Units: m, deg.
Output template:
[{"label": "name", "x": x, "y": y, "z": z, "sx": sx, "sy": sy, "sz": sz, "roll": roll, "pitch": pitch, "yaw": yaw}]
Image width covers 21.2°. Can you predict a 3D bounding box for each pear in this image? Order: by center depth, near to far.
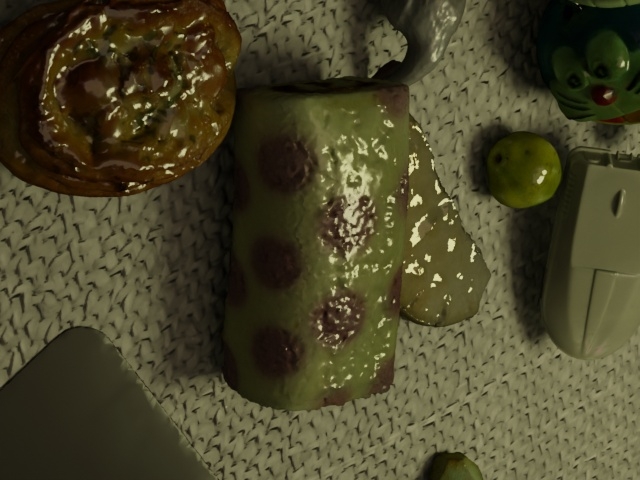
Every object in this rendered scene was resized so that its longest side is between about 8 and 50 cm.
[{"label": "pear", "x": 0.242, "y": -0.081, "z": 1.990, "sx": 0.097, "sy": 0.092, "sz": 0.092, "roll": 6, "pitch": 99, "yaw": -40}]

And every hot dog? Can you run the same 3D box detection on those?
[{"label": "hot dog", "x": -0.180, "y": -0.147, "z": 1.602, "sx": 0.272, "sy": 0.122, "sz": 0.196, "roll": -13, "pitch": 111, "yaw": -34}]

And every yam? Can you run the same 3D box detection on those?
[{"label": "yam", "x": 0.171, "y": 0.330, "z": 2.071, "sx": 0.070, "sy": 0.070, "sz": 0.146, "roll": -28, "pitch": 121, "yaw": -30}]

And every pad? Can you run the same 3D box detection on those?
[{"label": "pad", "x": -0.210, "y": 0.264, "z": 1.770, "sx": 0.315, "sy": 0.063, "sz": 0.375, "roll": -43, "pitch": 116, "yaw": -20}]

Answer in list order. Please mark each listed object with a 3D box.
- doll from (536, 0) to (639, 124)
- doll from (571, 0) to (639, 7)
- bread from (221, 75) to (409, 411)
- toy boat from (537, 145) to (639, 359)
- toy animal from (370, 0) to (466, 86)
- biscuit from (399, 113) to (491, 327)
[{"label": "doll", "x": 0.372, "y": -0.207, "z": 1.985, "sx": 0.322, "sy": 0.199, "sz": 0.186, "roll": 32, "pitch": 53, "yaw": -45}, {"label": "doll", "x": 0.313, "y": -0.383, "z": 1.827, "sx": 0.284, "sy": 0.268, "sz": 0.216, "roll": -55, "pitch": 138, "yaw": -11}, {"label": "bread", "x": 0.000, "y": 0.000, "z": 1.769, "sx": 0.187, "sy": 0.155, "sz": 0.338, "roll": -9, "pitch": 110, "yaw": -35}, {"label": "toy boat", "x": 0.337, "y": 0.009, "z": 2.054, "sx": 0.141, "sy": 0.141, "sz": 0.269, "roll": -21, "pitch": 136, "yaw": -33}, {"label": "toy animal", "x": 0.115, "y": -0.249, "z": 1.811, "sx": 0.090, "sy": 0.195, "sz": 0.324, "roll": 19, "pitch": 120, "yaw": -45}, {"label": "biscuit", "x": 0.108, "y": 0.003, "z": 1.937, "sx": 0.141, "sy": 0.038, "sz": 0.289, "roll": -41, "pitch": 126, "yaw": -22}]
